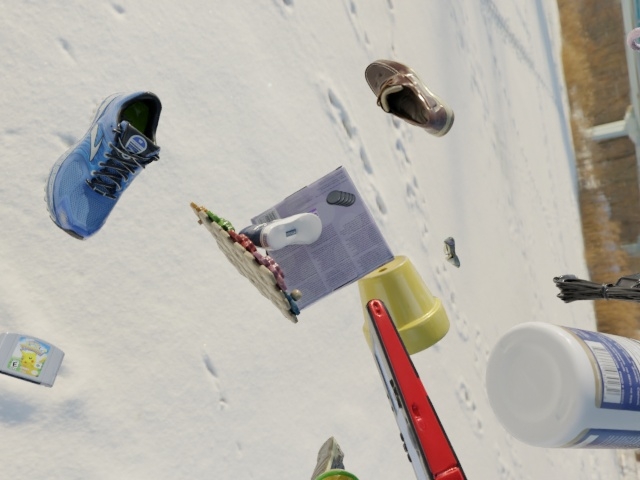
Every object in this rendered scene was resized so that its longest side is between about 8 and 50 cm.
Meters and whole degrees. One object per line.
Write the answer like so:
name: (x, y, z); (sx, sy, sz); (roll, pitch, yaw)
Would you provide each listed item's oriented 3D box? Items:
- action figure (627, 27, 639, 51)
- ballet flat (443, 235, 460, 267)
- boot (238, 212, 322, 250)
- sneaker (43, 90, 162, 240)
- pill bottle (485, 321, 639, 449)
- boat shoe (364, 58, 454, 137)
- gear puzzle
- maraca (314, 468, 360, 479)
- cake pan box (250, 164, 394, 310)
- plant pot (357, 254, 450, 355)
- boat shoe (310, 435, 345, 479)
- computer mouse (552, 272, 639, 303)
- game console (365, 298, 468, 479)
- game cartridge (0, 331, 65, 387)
action figure: (0.821, -0.340, 0.940); (0.248, 0.370, 0.276); (0, 69, -48)
ballet flat: (0.397, 0.042, 1.567); (0.041, 0.041, 0.114); (-57, 134, -51)
boot: (-0.081, -0.021, 1.068); (0.190, 0.086, 0.069); (-11, 102, -54)
sneaker: (-0.389, -0.155, 0.948); (0.129, 0.147, 0.330); (37, 57, -43)
pill bottle: (0.231, 0.124, 0.427); (0.169, 0.094, 0.094); (13, 67, -27)
boat shoe: (0.218, -0.406, 1.419); (0.123, 0.123, 0.342); (-5, 47, -42)
gear puzzle: (-0.151, 0.018, 0.980); (0.044, 0.339, 0.175); (-40, 140, -16)
maraca: (0.034, 0.583, 1.122); (0.099, 0.127, 0.186); (-96, -174, -73)
cake pan box: (0.000, 0.000, 1.175); (0.246, 0.266, 0.070); (60, 4, 14)
plant pot: (0.223, 0.184, 1.513); (0.254, 0.254, 0.239); (-39, 108, -58)
boat shoe: (0.028, 0.589, 1.316); (0.073, 0.080, 0.223); (39, 11, 0)
computer mouse: (0.497, 0.084, 0.824); (0.262, 0.184, 0.060); (-5, 95, -40)
game console: (0.157, 0.314, 0.931); (0.386, 0.060, 0.342); (75, -8, -64)
game cartridge: (-0.380, 0.153, 0.664); (0.083, 0.017, 0.056); (31, 41, -31)
